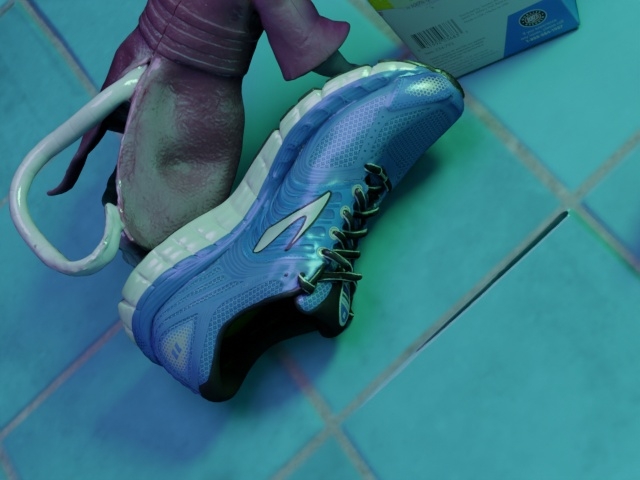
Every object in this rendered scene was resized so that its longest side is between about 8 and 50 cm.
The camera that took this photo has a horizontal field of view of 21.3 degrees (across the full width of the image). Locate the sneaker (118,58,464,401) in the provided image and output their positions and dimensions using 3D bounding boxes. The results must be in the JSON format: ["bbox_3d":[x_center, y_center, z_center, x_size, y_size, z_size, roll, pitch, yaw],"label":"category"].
[{"bbox_3d":[0.000,0.000,1.342,0.330,0.130,0.147,-46,58,5],"label":"sneaker"}]

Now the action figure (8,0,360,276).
[{"bbox_3d":[-0.114,-0.175,1.408,0.248,0.276,0.370,38,116,29],"label":"action figure"}]

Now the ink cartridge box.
[{"bbox_3d":[0.093,-0.237,1.339,0.134,0.231,0.078,-21,49,24],"label":"ink cartridge box"}]
